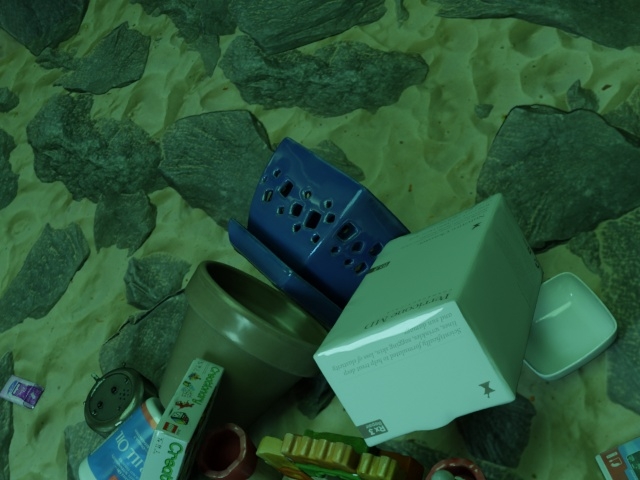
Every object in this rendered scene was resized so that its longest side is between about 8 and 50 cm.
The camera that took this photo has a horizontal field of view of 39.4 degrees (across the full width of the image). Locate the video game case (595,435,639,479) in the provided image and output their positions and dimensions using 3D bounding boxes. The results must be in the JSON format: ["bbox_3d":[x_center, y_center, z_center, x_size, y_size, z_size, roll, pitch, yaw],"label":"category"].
[{"bbox_3d":[0.516,0.298,1.104,0.285,0.025,0.204,-27,47,10],"label":"video game case"}]

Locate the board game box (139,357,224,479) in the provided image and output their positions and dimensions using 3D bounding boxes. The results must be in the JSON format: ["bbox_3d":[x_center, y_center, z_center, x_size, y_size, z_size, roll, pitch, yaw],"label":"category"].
[{"bbox_3d":[-0.226,0.348,1.311,0.053,0.305,0.193,20,25,0],"label":"board game box"}]

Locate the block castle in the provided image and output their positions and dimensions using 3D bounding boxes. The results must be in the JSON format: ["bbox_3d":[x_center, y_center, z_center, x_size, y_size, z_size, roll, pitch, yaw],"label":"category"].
[{"bbox_3d":[0.002,0.416,1.193,0.453,0.213,0.303,1,57,32],"label":"block castle"}]

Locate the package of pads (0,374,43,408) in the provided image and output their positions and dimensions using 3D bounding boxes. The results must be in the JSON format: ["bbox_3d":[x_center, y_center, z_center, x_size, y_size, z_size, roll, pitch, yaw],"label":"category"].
[{"bbox_3d":[-0.592,0.299,1.767,0.083,0.032,0.050,10,65,36],"label":"package of pads"}]

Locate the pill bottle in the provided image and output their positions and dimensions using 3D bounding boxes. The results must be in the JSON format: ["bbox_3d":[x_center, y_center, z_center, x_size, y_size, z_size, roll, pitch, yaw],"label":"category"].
[{"bbox_3d":[-0.318,0.376,1.477,0.221,0.124,0.124,-44,46,-2],"label":"pill bottle"}]

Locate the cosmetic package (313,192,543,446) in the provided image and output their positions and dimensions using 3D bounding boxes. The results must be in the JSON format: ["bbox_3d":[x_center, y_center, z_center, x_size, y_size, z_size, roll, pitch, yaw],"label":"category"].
[{"bbox_3d":[0.166,0.097,1.237,0.217,0.156,0.385,-25,10,25],"label":"cosmetic package"}]

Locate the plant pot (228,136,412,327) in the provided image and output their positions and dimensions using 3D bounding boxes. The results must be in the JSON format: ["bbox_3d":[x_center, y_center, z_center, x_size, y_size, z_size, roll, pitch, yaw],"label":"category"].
[{"bbox_3d":[0.000,0.000,1.510,0.212,0.236,0.236,-50,46,-2],"label":"plant pot"}]

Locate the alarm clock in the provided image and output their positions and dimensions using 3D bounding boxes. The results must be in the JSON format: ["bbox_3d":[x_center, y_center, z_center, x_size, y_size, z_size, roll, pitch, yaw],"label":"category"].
[{"bbox_3d":[-0.352,0.302,1.603,0.129,0.064,0.192,-47,49,-9],"label":"alarm clock"}]

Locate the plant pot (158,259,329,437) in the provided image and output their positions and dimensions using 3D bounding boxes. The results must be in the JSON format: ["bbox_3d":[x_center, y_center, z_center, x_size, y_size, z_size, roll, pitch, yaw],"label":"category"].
[{"bbox_3d":[-0.142,0.194,1.456,0.263,0.263,0.229,41,101,44],"label":"plant pot"}]

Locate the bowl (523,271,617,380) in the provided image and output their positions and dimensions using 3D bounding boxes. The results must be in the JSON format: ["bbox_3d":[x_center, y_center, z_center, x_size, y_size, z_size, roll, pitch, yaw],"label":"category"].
[{"bbox_3d":[0.351,0.133,1.311,0.142,0.053,0.142,-34,46,3],"label":"bowl"}]
